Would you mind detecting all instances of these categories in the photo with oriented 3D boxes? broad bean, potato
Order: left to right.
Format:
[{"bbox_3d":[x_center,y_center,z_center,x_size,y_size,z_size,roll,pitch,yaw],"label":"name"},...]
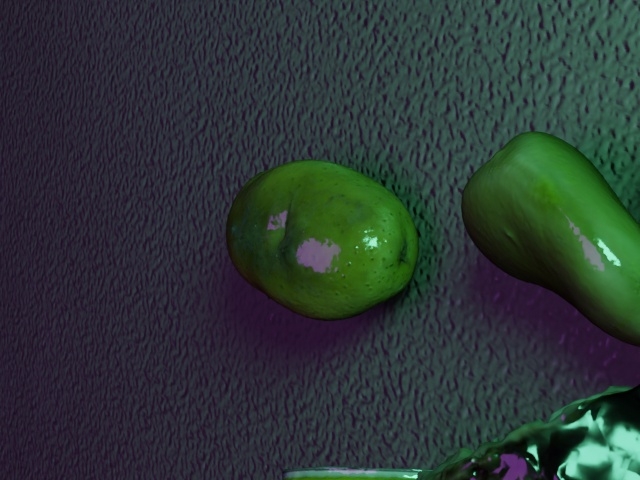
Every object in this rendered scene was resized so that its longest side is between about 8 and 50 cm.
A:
[{"bbox_3d":[0.000,0.000,1.693,0.248,0.143,0.169,15,99,47],"label":"potato"},{"bbox_3d":[0.220,-0.004,1.339,0.121,0.189,0.263,-46,40,-4],"label":"broad bean"}]

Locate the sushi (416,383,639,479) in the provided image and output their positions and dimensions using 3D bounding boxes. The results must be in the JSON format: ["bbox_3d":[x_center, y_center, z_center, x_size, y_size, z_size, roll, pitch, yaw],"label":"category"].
[{"bbox_3d":[0.235,0.265,1.196,0.299,0.281,0.294,-42,59,42],"label":"sushi"}]

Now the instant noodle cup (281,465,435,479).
[{"bbox_3d":[0.078,0.342,1.444,0.325,0.325,0.254,-16,67,56],"label":"instant noodle cup"}]
